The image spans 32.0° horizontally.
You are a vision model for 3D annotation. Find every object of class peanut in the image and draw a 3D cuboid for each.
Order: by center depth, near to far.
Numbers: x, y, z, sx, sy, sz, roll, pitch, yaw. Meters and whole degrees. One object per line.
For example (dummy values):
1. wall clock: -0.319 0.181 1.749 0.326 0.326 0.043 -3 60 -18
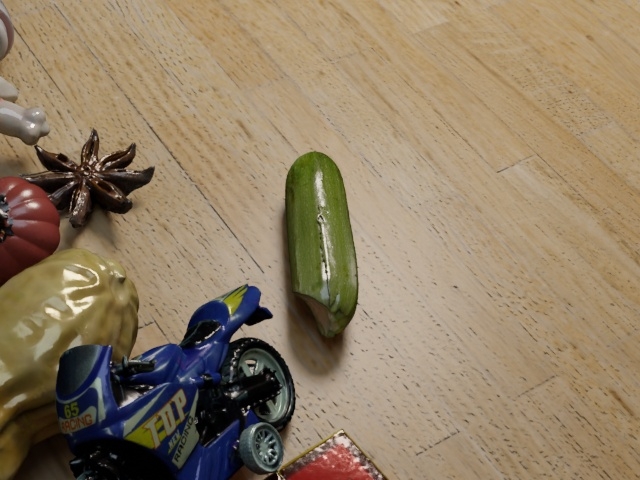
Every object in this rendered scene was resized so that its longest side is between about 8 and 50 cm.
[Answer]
1. peanut: -0.269 0.126 0.941 0.147 0.147 0.305 34 55 21

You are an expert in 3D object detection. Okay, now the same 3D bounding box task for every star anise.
1. star anise: -0.242 -0.063 1.175 0.141 0.042 0.141 2 47 -2

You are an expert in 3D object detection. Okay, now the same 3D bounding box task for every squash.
1. squash: 0.000 0.000 1.135 0.069 0.069 0.238 0 47 -8

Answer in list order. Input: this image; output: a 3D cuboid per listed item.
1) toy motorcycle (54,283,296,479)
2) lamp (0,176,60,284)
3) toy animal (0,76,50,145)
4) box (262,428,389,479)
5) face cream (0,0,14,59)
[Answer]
1. toy motorcycle: -0.120 0.133 0.916 0.315 0.113 0.168 -36 102 -56
2. lamp: -0.307 -0.010 1.087 0.108 0.092 0.107 -2 79 10
3. toy animal: -0.430 -0.178 1.184 0.283 0.138 0.140 -1 33 -6
4. box: -0.029 0.275 0.886 0.240 0.074 0.153 -28 53 -29
5. face cream: -0.402 -0.249 1.288 0.091 0.091 0.095 -8 43 -14
